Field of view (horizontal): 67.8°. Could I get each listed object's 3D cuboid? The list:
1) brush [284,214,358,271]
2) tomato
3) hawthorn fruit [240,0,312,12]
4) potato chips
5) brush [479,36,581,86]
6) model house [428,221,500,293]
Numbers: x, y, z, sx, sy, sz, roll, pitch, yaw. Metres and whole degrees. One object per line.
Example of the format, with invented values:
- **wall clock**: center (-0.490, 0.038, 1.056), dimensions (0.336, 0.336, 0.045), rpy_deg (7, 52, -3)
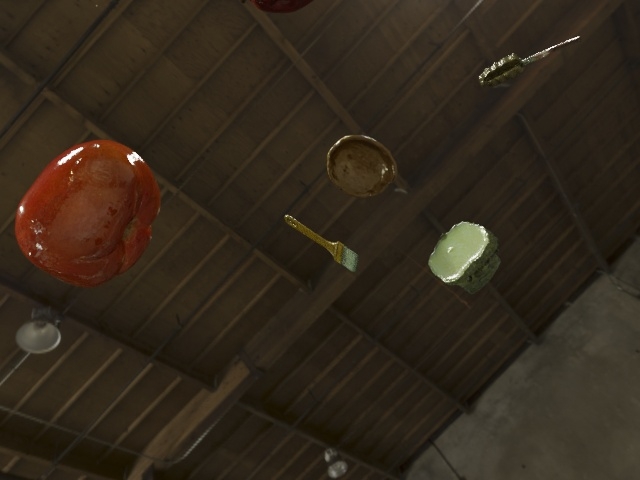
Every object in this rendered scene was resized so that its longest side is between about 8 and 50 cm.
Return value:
- **brush**: center (0.000, 0.000, 1.148), dimensions (0.010, 0.218, 0.083), rpy_deg (-48, -18, -27)
- **tomato**: center (-0.396, -0.044, 0.827), dimensions (0.179, 0.260, 0.260), rpy_deg (23, -74, 5)
- **hawthorn fruit**: center (-0.097, -0.631, 1.033), dimensions (0.307, 0.265, 0.265), rpy_deg (-54, -53, -19)
- **potato chips**: center (0.124, -0.225, 1.421), dimensions (0.207, 0.062, 0.196), rpy_deg (-1, -63, 5)
- **brush**: center (0.651, -0.566, 1.493), dimensions (0.084, 0.300, 0.071), rpy_deg (-26, -83, -53)
- **model house**: center (0.187, 0.025, 0.581), dimensions (0.083, 0.066, 0.079), rpy_deg (28, -76, -37)
